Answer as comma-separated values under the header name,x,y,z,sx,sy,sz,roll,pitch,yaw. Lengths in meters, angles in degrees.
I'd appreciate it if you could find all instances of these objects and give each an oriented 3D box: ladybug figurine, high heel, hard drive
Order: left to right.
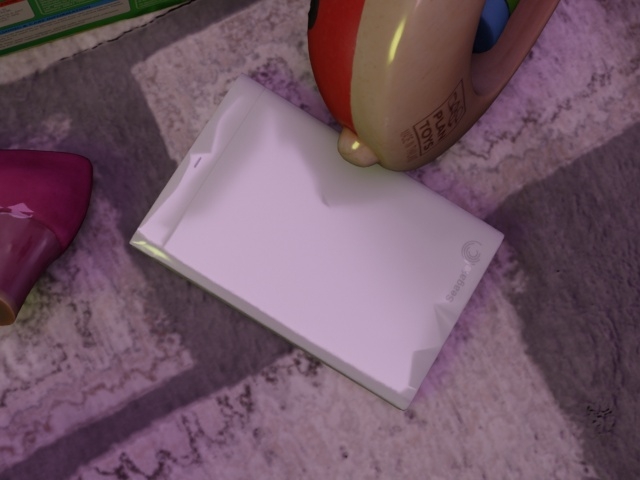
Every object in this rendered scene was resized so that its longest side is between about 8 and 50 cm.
name,x,y,z,sx,sy,sz,roll,pitch,yaw
high heel,-0.408,-0.047,0.792,0.377,0.127,0.181,19,51,0
hard drive,0.000,0.000,0.845,0.308,0.040,0.203,31,79,-1
ladybug figurine,0.126,-0.266,0.784,0.162,0.305,0.449,28,77,21

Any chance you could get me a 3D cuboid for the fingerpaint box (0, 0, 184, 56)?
name,x,y,z,sx,sy,sz,roll,pitch,yaw
fingerpaint box,-0.222,-0.414,0.816,0.445,0.163,0.371,-19,85,-9
